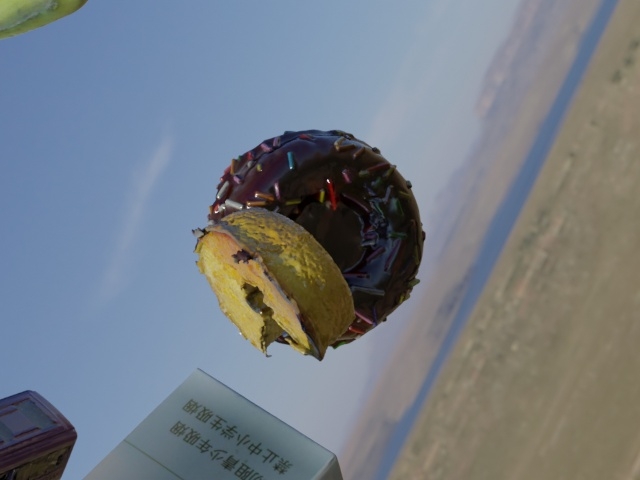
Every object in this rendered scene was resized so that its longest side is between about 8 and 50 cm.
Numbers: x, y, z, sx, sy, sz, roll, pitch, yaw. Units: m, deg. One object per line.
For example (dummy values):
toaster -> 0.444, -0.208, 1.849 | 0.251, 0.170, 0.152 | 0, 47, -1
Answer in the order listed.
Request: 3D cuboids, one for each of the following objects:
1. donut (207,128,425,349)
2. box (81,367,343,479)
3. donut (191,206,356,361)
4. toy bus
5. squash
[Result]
donut -> 0.000, 0.000, 1.509 | 0.235, 0.235, 0.089 | -64, 16, -7
box -> -0.115, 0.224, 1.110 | 0.243, 0.155, 0.067 | -43, -38, -25
donut -> -0.045, 0.033, 1.330 | 0.078, 0.146, 0.181 | -37, 12, -19
toy bus -> -0.306, 0.198, 1.325 | 0.178, 0.087, 0.098 | -18, -37, -58
squash -> -0.418, -0.336, 2.098 | 0.250, 0.083, 0.083 | -15, 27, 31
